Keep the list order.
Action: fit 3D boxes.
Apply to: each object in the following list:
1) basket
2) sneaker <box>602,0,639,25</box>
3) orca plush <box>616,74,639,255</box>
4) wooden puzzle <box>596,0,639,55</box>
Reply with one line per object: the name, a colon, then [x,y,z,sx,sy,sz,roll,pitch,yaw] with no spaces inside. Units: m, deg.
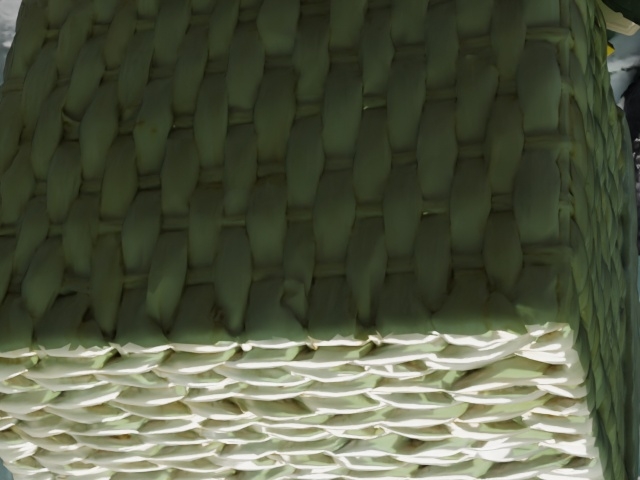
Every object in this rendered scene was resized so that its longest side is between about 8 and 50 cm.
basket: [0.000,0.000,0.813,0.328,0.331,0.266,-3,145,15]
sneaker: [0.252,-0.180,0.800,0.286,0.109,0.130,-26,134,-41]
orca plush: [0.268,-0.058,1.021,0.151,0.102,0.287,0,145,-20]
wooden puzzle: [0.192,-0.161,0.947,0.078,0.014,0.116,13,140,-35]
